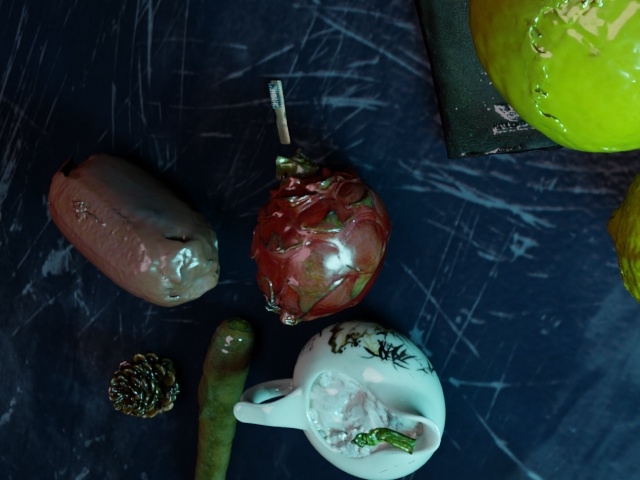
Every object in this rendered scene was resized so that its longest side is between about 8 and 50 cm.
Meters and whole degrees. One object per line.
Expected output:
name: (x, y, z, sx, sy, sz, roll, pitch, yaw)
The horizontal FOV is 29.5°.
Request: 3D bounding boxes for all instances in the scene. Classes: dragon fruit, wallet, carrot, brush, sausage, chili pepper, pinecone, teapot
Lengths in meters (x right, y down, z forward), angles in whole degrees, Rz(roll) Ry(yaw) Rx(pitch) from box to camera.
dragon fruit: (0.000, 0.000, 1.474, 0.172, 0.172, 0.210, 20, 118, 29)
wallet: (0.178, -0.245, 1.327, 0.172, 0.045, 0.318, -3, 107, 39)
carrot: (-0.149, 0.257, 1.748, 0.070, 0.070, 0.342, 28, 123, 25)
brush: (-0.052, -0.162, 1.550, 0.016, 0.013, 0.084, 2, 109, 34)
sausage: (-0.256, -0.019, 1.668, 0.279, 0.152, 0.152, 37, 125, 23)
chili pepper: (0.074, 0.233, 1.429, 0.083, 0.022, 0.027, 2, 111, 29)
pinecone: (-0.263, 0.219, 1.787, 0.102, 0.109, 0.102, 9, 114, 21)
teapot: (0.037, 0.208, 1.539, 0.299, 0.166, 0.208, -5, 116, 27)

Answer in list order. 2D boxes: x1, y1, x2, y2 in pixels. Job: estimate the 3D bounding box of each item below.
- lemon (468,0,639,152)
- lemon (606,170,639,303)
lemon: (0.278, -0.229, 1.105, 0.297, 0.297, 0.297, 14, 115, 32)
lemon: (0.388, -0.002, 1.171, 0.231, 0.192, 0.192, 6, 110, 35)
